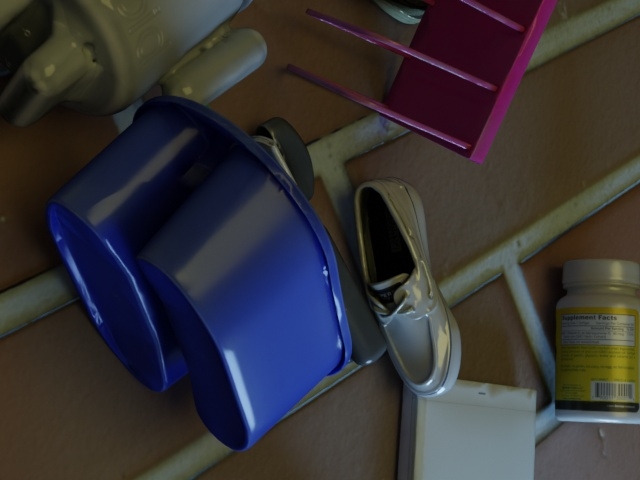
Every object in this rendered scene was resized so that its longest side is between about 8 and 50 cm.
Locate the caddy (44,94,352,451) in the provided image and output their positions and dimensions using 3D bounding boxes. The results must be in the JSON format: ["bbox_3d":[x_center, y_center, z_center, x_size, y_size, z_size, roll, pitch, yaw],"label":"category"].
[{"bbox_3d":[-0.094,0.026,1.003,0.179,0.241,0.341,-43,146,-25],"label":"caddy"}]

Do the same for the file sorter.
[{"bbox_3d":[0.115,-0.268,1.189,0.182,0.202,0.290,19,100,-32],"label":"file sorter"}]

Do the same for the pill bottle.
[{"bbox_3d":[0.367,0.133,1.444,0.119,0.119,0.208,9,79,-36],"label":"pill bottle"}]

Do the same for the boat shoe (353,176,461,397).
[{"bbox_3d":[0.085,0.055,1.253,0.084,0.095,0.258,-4,75,-59],"label":"boat shoe"}]

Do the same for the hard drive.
[{"bbox_3d":[0.175,0.324,1.326,0.203,0.040,0.307,12,77,-35],"label":"hard drive"}]

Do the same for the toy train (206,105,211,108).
[{"bbox_3d":[-0.130,-0.145,1.170,0.083,0.017,0.023,55,46,-18],"label":"toy train"}]

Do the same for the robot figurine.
[{"bbox_3d":[-0.180,-0.254,1.030,0.300,0.200,0.353,50,58,-13],"label":"robot figurine"}]

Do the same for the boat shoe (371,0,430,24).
[{"bbox_3d":[0.063,-0.327,1.301,0.223,0.073,0.080,24,70,-33],"label":"boat shoe"}]

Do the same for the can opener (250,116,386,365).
[{"bbox_3d":[0.000,0.000,1.213,0.095,0.076,0.283,-39,108,-33],"label":"can opener"}]
